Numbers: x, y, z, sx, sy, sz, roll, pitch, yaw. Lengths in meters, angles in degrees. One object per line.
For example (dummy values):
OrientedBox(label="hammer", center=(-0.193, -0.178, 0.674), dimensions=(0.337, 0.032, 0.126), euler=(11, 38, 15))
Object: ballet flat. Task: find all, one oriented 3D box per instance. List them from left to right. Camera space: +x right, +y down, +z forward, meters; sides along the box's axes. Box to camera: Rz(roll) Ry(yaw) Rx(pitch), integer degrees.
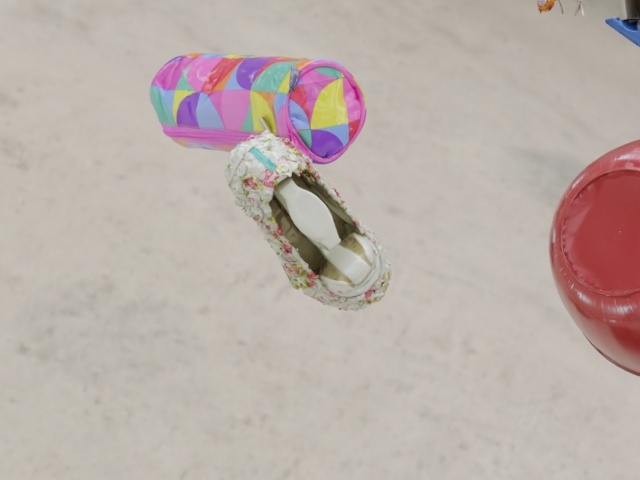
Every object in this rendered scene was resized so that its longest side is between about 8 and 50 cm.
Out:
OrientedBox(label="ballet flat", center=(0.000, 0.000, 1.229), dimensions=(0.241, 0.091, 0.077), euler=(45, -5, -40))

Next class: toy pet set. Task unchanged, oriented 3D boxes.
OrientedBox(label="toy pet set", center=(0.256, -0.196, 1.210), dimensions=(0.122, 0.065, 0.114), euler=(-6, 3, 40))

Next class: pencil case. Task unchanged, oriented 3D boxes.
OrientedBox(label="pencil case", center=(-0.064, -0.126, 1.323), dimensions=(0.104, 0.104, 0.236), euler=(-6, 10, -38))

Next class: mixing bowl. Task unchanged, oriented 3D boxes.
OrientedBox(label="mixing bowl", center=(0.227, 0.003, 0.965), dimensions=(0.181, 0.181, 0.098), euler=(42, 16, 36))
